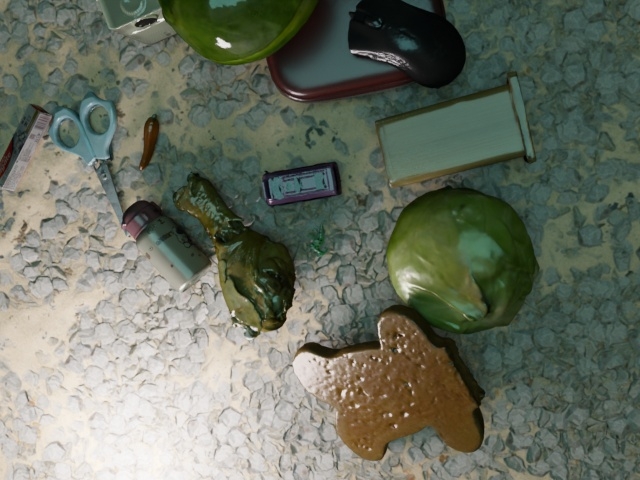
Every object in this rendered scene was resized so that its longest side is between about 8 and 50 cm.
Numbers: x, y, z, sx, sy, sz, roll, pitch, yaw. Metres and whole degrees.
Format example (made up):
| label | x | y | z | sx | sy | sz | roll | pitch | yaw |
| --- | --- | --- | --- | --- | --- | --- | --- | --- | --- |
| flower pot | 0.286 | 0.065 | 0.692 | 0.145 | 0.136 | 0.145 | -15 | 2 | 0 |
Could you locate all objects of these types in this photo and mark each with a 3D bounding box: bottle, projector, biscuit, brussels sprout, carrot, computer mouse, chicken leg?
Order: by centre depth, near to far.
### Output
| label | x | y | z | sx | sy | sz | roll | pitch | yaw |
| --- | --- | --- | --- | --- | --- | --- | --- | --- | --- |
| brussels sprout | -0.181 | -0.517 | 1.406 | 0.314 | 0.275 | 0.371 | -38 | 57 | 22 |
| computer mouse | 0.174 | -0.416 | 1.444 | 0.264 | 0.088 | 0.147 | 24 | 97 | 7 |
| brussels sprout | 0.302 | 0.031 | 1.506 | 0.327 | 0.247 | 0.328 | 7 | 109 | 22 |
| projector | -0.395 | -0.547 | 1.546 | 0.163 | 0.242 | 0.177 | -21 | 92 | 9 |
| biscuit | 0.164 | 0.333 | 1.577 | 0.394 | 0.076 | 0.368 | -29 | 100 | 35 |
| chicken leg | -0.203 | 0.017 | 1.632 | 0.201 | 0.153 | 0.429 | -37 | 82 | 2 |
| bottle | -0.371 | 0.007 | 1.672 | 0.110 | 0.110 | 0.233 | -43 | 88 | 11 |
| carrot | -0.411 | -0.235 | 1.690 | 0.035 | 0.035 | 0.142 | 16 | 103 | 7 |

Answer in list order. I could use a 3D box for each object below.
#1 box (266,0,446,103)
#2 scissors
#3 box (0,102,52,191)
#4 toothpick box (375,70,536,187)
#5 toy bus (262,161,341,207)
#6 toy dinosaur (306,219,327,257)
| label | x | y | z | sx | sy | sz | roll | pitch | yaw |
| --- | --- | --- | --- | --- | --- | --- | --- | --- | --- |
| box | 0.073 | -0.449 | 1.549 | 0.403 | 0.108 | 0.263 | -9 | 95 | 9 |
| scissors | -0.531 | -0.175 | 1.719 | 0.191 | 0.029 | 0.361 | -21 | 95 | 15 |
| box | -0.732 | -0.227 | 1.729 | 0.055 | 0.039 | 0.218 | 38 | 102 | 26 |
| toothpick box | 0.289 | -0.222 | 1.512 | 0.307 | 0.190 | 0.188 | -13 | 95 | 15 |
| toy bus | -0.047 | -0.129 | 1.610 | 0.178 | 0.098 | 0.087 | -9 | 96 | 10 |
| toy dinosaur | 0.000 | 0.000 | 1.657 | 0.083 | 0.021 | 0.062 | -41 | 96 | 15 |
